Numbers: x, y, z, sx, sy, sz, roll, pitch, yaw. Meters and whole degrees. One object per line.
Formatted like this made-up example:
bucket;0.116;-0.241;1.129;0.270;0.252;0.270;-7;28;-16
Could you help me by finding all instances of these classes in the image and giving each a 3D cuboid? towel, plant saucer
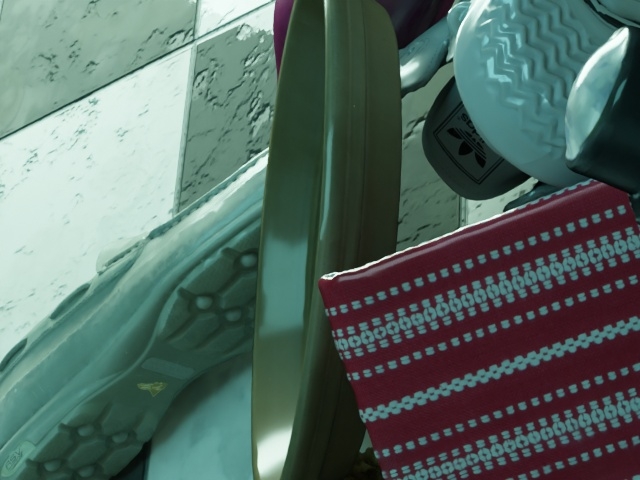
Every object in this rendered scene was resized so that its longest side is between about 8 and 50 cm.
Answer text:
towel;0.136;0.109;0.745;0.198;0.275;0.031;-21;5;9
plant saucer;0.000;0.000;0.933;0.278;0.041;0.278;-175;90;-82

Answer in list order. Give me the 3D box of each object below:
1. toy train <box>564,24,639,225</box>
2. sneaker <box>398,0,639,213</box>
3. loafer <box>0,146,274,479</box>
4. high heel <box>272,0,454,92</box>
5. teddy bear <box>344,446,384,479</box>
toy train;0.254;-0.027;0.621;0.142;0.333;0.190;-80;12;-68
sneaker;0.110;-0.070;0.908;0.210;0.137;0.366;-42;0;32
loafer;-0.098;0.034;1.164;0.319;0.112;0.111;-41;50;21
high heel;0.065;-0.235;1.152;0.181;0.127;0.377;-49;8;49
teddy bear;0.015;0.218;0.882;0.245;0.113;0.338;-39;17;43
